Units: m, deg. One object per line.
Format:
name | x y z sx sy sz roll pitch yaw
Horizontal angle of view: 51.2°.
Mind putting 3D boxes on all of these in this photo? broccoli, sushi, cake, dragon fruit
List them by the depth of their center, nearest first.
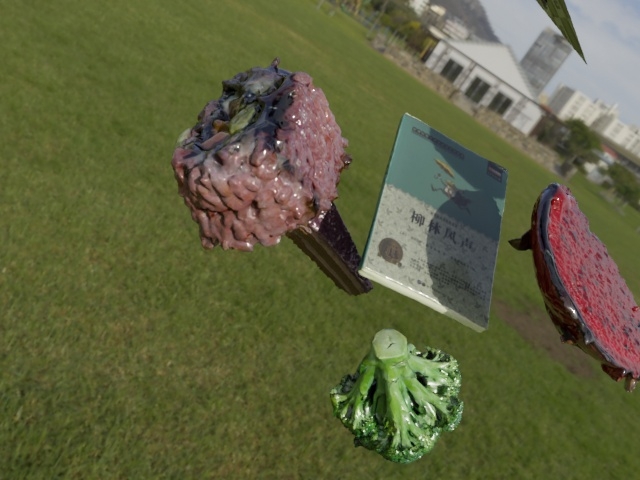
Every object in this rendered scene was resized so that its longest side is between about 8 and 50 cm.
sushi | -0.100 -0.119 0.938 0.170 0.237 0.270 63 34 -38
sushi | 0.319 -0.439 0.962 0.292 0.059 0.293 49 23 -37
dragon fruit | 0.402 0.076 1.064 0.282 0.100 0.343 -8 70 -53
broccoli | 0.160 0.283 1.317 0.254 0.268 0.269 20 7 35
cake | 0.000 0.000 1.368 0.295 0.113 0.116 58 -26 -15

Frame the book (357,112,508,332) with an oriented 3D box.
book | 0.225 -0.043 1.253 0.264 0.031 0.379 26 57 -14
